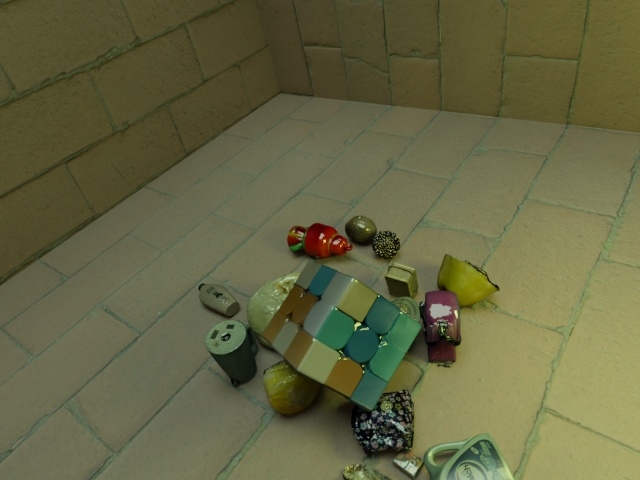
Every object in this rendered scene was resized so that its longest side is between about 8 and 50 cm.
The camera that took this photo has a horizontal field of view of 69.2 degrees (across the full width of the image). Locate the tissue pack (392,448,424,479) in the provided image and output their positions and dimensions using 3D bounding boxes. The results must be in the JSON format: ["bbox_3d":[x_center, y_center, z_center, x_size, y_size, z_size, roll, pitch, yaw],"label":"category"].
[{"bbox_3d":[0.279,0.706,1.473,0.083,0.035,0.063,24,52,39],"label":"tissue pack"}]

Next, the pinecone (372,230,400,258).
[{"bbox_3d":[0.314,0.019,2.224,0.140,0.140,0.121,-12,6,2],"label":"pinecone"}]

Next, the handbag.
[{"bbox_3d":[0.209,0.594,1.556,0.208,0.126,0.228,-9,31,16],"label":"handbag"}]

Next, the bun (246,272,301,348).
[{"bbox_3d":[-0.144,0.278,1.962,0.353,0.227,0.349,1,43,20],"label":"bun"}]

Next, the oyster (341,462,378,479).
[{"bbox_3d":[0.128,0.752,1.460,0.086,0.029,0.132,-18,24,-29],"label":"oyster"}]

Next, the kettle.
[{"bbox_3d":[-0.326,0.427,1.825,0.160,0.243,0.210,3,44,18],"label":"kettle"}]

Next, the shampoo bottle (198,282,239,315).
[{"bbox_3d":[-0.491,0.270,2.191,0.257,0.078,0.127,23,52,38],"label":"shampoo bottle"}]

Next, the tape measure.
[{"bbox_3d":[0.450,0.313,1.747,0.149,0.231,0.245,-4,36,13],"label":"tape measure"}]

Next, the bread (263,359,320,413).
[{"bbox_3d":[-0.106,0.524,1.683,0.197,0.197,0.170,-26,33,-15],"label":"bread"}]

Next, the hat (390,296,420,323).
[{"bbox_3d":[0.258,0.307,1.805,0.252,0.110,0.252,-40,30,29],"label":"hat"}]

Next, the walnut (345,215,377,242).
[{"bbox_3d":[0.204,-0.056,2.337,0.162,0.140,0.140,-2,38,37],"label":"walnut"}]

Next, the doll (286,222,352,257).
[{"bbox_3d":[0.000,0.001,2.306,0.363,0.160,0.182,14,39,29],"label":"doll"}]

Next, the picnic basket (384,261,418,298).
[{"bbox_3d":[0.350,0.179,1.989,0.115,0.164,0.079,14,56,31],"label":"picnic basket"}]

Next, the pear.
[{"bbox_3d":[0.582,0.188,1.913,0.267,0.267,0.178,35,91,43],"label":"pear"}]

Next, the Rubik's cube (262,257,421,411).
[{"bbox_3d":[0.064,0.313,1.604,0.344,0.347,0.347,-58,24,-7],"label":"Rubik's cube"}]

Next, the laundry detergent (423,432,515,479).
[{"bbox_3d":[0.412,0.704,1.383,0.281,0.105,0.214,-16,39,0],"label":"laundry detergent"}]
